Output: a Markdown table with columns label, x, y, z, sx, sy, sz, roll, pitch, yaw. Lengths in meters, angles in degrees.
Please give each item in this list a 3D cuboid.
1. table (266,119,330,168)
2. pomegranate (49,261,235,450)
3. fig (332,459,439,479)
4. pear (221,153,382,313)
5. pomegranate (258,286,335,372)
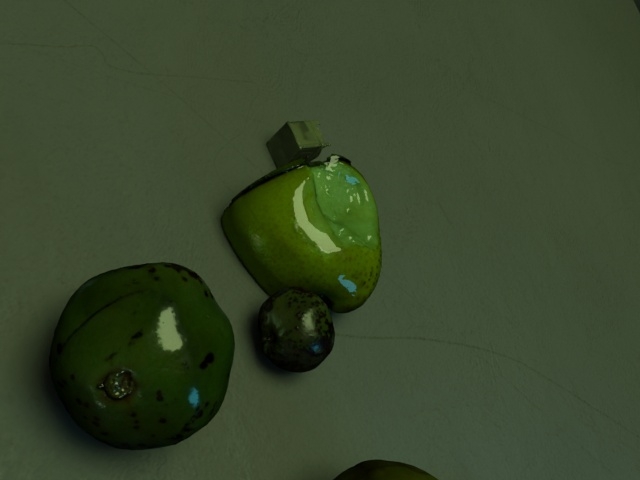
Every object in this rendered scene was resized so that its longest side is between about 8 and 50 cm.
| label | x | y | z | sx | sy | sz | roll | pitch | yaw |
| --- | --- | --- | --- | --- | --- | --- | --- | --- | --- |
| table | -0.040 | -0.181 | 1.563 | 0.083 | 0.079 | 0.062 | -13 | 72 | -43 |
| pomegranate | -0.232 | 0.147 | 1.125 | 0.254 | 0.254 | 0.270 | 49 | 20 | -4 |
| fig | 0.113 | 0.448 | 1.203 | 0.271 | 0.239 | 0.239 | 27 | 51 | -14 |
| pear | 0.000 | 0.000 | 1.439 | 0.292 | 0.159 | 0.292 | 18 | 58 | -31 |
| pomegranate | -0.039 | 0.149 | 1.361 | 0.125 | 0.163 | 0.138 | -25 | 76 | -3 |
